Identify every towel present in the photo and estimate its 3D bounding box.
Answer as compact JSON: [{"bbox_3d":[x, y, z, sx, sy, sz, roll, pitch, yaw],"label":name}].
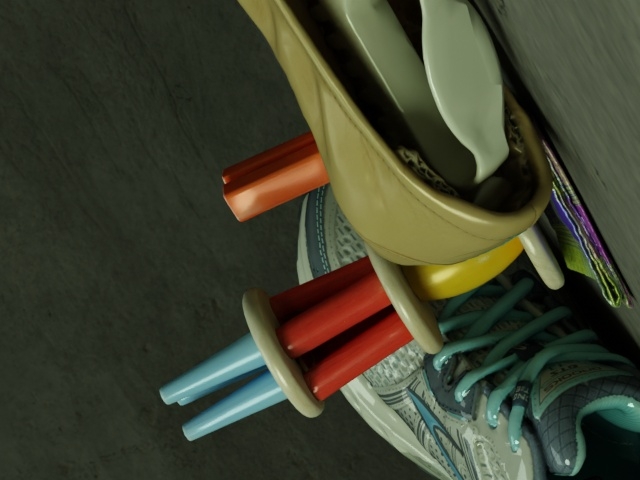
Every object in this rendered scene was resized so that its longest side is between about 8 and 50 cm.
[{"bbox_3d":[0.079,-0.017,0.661,0.083,0.009,0.060,59,179,-20],"label":"towel"}]

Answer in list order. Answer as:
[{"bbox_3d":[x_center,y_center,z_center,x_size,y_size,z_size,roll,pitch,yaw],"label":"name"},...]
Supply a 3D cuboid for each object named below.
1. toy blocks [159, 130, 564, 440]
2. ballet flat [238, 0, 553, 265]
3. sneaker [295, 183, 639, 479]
[{"bbox_3d":[0.000,0.000,0.708,0.054,0.148,0.123,51,-167,-55],"label":"toy blocks"},{"bbox_3d":[0.006,-0.097,0.590,0.073,0.080,0.232,-4,122,57],"label":"ballet flat"},{"bbox_3d":[0.089,0.062,0.751,0.283,0.110,0.122,56,161,19],"label":"sneaker"}]
